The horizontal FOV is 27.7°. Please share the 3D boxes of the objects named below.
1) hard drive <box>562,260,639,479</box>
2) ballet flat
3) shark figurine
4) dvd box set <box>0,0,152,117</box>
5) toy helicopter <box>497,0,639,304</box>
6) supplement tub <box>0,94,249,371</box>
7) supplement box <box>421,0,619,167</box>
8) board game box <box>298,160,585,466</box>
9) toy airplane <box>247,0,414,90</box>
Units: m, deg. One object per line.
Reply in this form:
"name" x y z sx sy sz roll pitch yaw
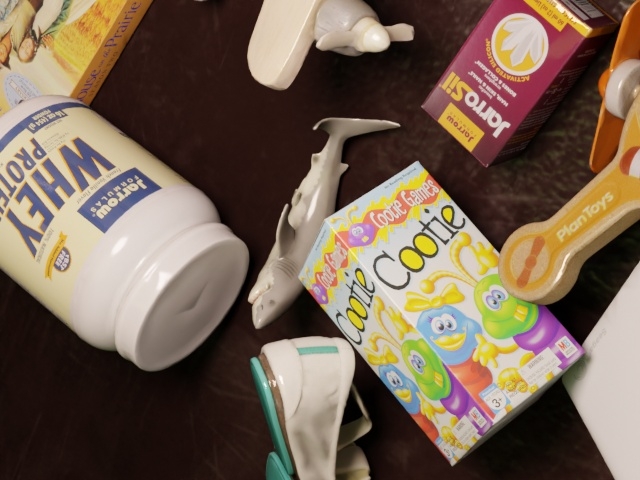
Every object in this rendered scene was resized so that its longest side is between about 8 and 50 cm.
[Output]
"hard drive" 0.350 0.169 1.259 0.203 0.040 0.307 -62 28 28
"ballet flat" 0.001 0.258 1.555 0.139 0.139 0.400 27 143 26
"shark figurine" 0.010 -0.023 1.541 0.116 0.166 0.278 24 97 0
"dvd box set" -0.403 -0.309 1.753 0.307 0.062 0.420 49 123 15
"toy helicopter" 0.306 -0.075 1.276 0.355 0.140 0.235 -43 54 22
"supplement tub" -0.273 -0.009 1.632 0.325 0.235 0.235 36 119 22
"supplement box" 0.206 -0.182 1.358 0.104 0.081 0.188 45 122 17
"board game box" 0.125 0.078 1.411 0.275 0.144 0.142 50 153 14
"toy airplane" 0.057 -0.383 1.332 0.386 0.272 0.384 -39 41 43
